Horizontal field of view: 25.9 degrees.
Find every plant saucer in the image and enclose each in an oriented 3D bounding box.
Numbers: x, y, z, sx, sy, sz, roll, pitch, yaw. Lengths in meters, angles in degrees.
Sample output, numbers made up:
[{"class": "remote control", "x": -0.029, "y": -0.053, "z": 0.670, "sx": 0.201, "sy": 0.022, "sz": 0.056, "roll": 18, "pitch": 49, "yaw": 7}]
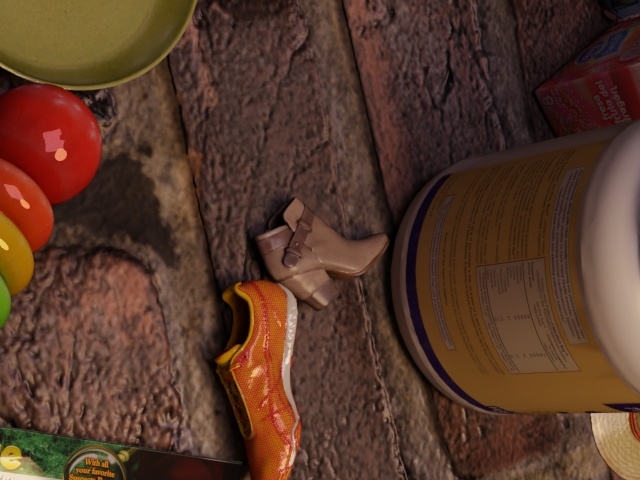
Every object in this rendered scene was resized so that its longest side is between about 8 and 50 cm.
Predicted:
[{"class": "plant saucer", "x": -0.202, "y": -0.229, "z": 1.058, "sx": 0.241, "sy": 0.037, "sz": 0.241, "roll": 6, "pitch": 80, "yaw": -35}]

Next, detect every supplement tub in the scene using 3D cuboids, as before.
[{"class": "supplement tub", "x": 0.245, "y": 0.025, "z": 1.168, "sx": 0.241, "sy": 0.331, "sz": 0.241, "roll": 5, "pitch": 81, "yaw": -35}]

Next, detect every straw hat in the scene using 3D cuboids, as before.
[{"class": "straw hat", "x": 0.340, "y": 0.169, "z": 1.387, "sx": 0.144, "sy": 0.061, "sz": 0.144, "roll": 5, "pitch": 81, "yaw": -36}]

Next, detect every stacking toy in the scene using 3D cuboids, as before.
[{"class": "stacking toy", "x": -0.253, "y": 0.024, "z": 0.943, "sx": 0.141, "sy": 0.141, "sz": 0.330, "roll": 46, "pitch": 54, "yaw": -22}]

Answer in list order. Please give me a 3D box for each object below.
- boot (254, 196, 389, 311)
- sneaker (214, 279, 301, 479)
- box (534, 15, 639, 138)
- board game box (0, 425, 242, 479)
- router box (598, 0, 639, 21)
[{"class": "boot", "x": 0.000, "y": 0.000, "z": 1.175, "sx": 0.087, "sy": 0.042, "sz": 0.118, "roll": 53, "pitch": 50, "yaw": -9}, {"class": "sneaker", "x": -0.055, "y": 0.119, "z": 1.112, "sx": 0.067, "sy": 0.064, "sz": 0.175, "roll": 3, "pitch": 73, "yaw": -28}, {"class": "box", "x": 0.367, "y": -0.071, "z": 1.388, "sx": 0.154, "sy": 0.142, "sz": 0.300, "roll": -41, "pitch": 108, "yaw": -33}, {"class": "board game box", "x": -0.178, "y": 0.212, "z": 1.021, "sx": 0.260, "sy": 0.030, "sz": 0.136, "roll": 16, "pitch": 77, "yaw": -34}, {"class": "router box", "x": 0.311, "y": -0.290, "z": 1.408, "sx": 0.038, "sy": 0.092, "sz": 0.122, "roll": -35, "pitch": 104, "yaw": -34}]
